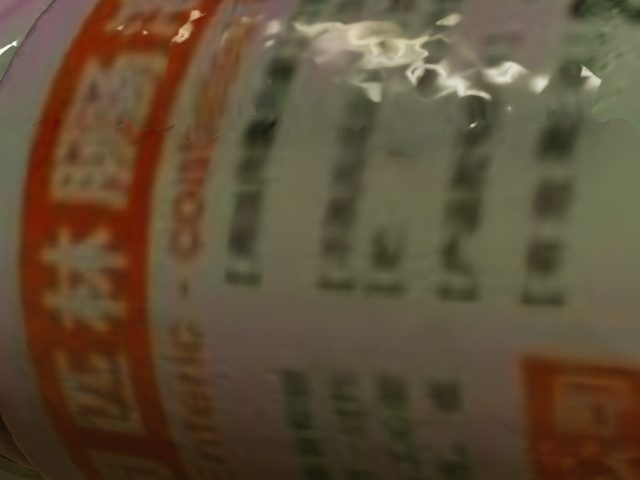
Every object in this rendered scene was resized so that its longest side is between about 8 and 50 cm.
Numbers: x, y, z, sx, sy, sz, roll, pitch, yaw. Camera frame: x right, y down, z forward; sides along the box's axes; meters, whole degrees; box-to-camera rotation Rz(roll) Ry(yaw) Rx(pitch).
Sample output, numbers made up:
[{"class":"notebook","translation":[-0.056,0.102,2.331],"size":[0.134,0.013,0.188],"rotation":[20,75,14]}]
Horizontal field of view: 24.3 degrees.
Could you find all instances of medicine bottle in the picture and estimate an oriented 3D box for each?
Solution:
[{"class":"medicine bottle","translation":[0.000,0.000,0.524],"size":[0.388,0.219,0.219],"rotation":[6,-2,30]}]
